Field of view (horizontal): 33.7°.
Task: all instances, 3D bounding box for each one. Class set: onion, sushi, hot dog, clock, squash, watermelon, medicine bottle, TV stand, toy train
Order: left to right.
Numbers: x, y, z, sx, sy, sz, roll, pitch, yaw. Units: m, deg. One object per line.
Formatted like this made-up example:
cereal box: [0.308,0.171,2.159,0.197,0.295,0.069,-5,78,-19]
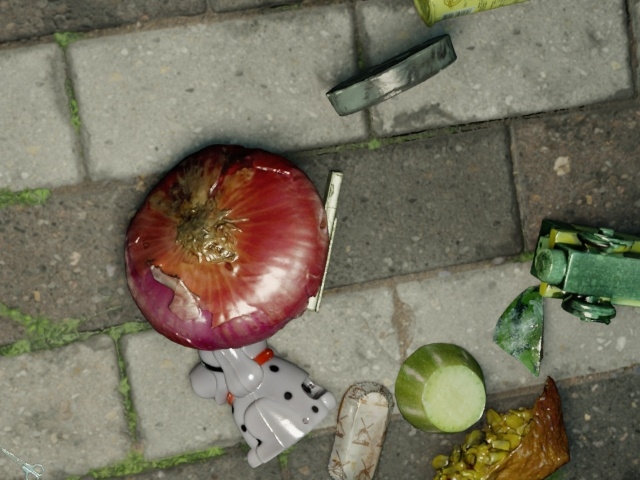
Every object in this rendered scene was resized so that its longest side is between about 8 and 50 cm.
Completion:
onion: [-0.139,0.022,1.729,0.347,0.285,0.348,-8,67,20]
clock: [-0.116,0.236,1.796,0.189,0.189,0.254,-42,89,-3]
TV stand: [0.000,0.000,1.842,0.042,0.036,0.249,11,95,-9]
hot dog: [0.071,0.347,1.886,0.108,0.059,0.191,12,91,-24]
clock: [0.118,-0.271,1.733,0.226,0.226,0.049,-29,100,-5]
squash: [0.224,0.270,1.876,0.170,0.123,0.170,0,91,-9]
medicine bottle: [0.278,-0.450,1.795,0.238,0.124,0.124,-15,99,-8]
sushi: [0.311,0.380,1.872,0.296,0.167,0.179,-38,100,24]
watermelon: [0.372,0.155,1.922,0.101,0.080,0.155,13,98,24]
toy train: [0.544,0.053,1.829,0.397,0.253,0.160,7,102,-11]

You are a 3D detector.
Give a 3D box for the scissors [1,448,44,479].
scissors: [-0.515,0.384,1.818,0.083,0.006,0.036,41,87,-11]
